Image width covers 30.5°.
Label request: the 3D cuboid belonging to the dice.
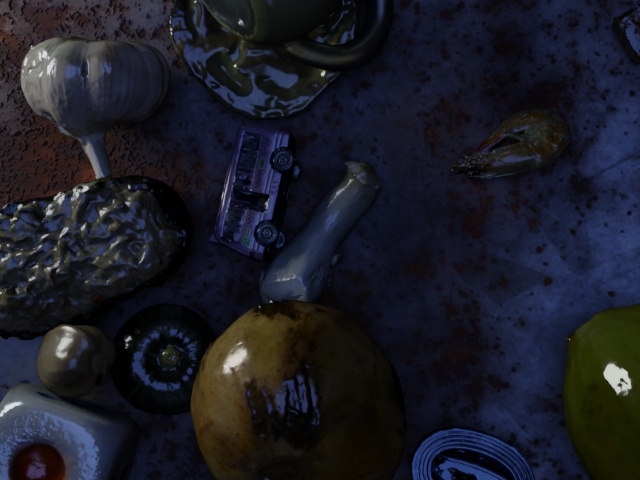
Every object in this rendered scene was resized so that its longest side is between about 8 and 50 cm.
[{"bbox_3d":[-0.386,0.326,1.715,0.193,0.192,0.194,18,86,5],"label":"dice"}]

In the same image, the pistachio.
[{"bbox_3d":[-0.359,0.173,1.695,0.149,0.113,0.113,-18,84,45],"label":"pistachio"}]

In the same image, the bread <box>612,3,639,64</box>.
[{"bbox_3d":[0.475,-0.327,1.782,0.062,0.043,0.109,17,88,3],"label":"bread"}]

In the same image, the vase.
[{"bbox_3d":[-0.011,-0.401,1.704,0.302,0.241,0.329,-39,110,-20],"label":"vase"}]

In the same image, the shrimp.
[{"bbox_3d":[0.289,-0.140,1.785,0.190,0.042,0.101,-21,65,2],"label":"shrimp"}]

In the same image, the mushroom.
[{"bbox_3d":[-0.001,0.001,1.764,0.099,0.096,0.278,33,85,3],"label":"mushroom"}]

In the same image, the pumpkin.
[{"bbox_3d":[-0.233,0.177,1.749,0.167,0.125,0.167,-2,78,10],"label":"pumpkin"}]

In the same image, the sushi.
[{"bbox_3d":[-0.359,0.019,1.743,0.350,0.171,0.211,-19,87,3],"label":"sushi"}]

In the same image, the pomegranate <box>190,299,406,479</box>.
[{"bbox_3d":[-0.032,0.243,1.657,0.322,0.322,0.322,0,86,3],"label":"pomegranate"}]

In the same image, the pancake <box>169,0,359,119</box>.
[{"bbox_3d":[-0.090,-0.327,1.811,0.294,0.049,0.295,0,87,0],"label":"pancake"}]

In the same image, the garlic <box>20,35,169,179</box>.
[{"bbox_3d":[-0.337,-0.197,1.745,0.218,0.218,0.212,2,95,3],"label":"garlic"}]

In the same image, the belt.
[{"bbox_3d":[0.226,0.352,1.734,0.190,0.082,0.141,20,85,5],"label":"belt"}]

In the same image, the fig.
[{"bbox_3d":[0.497,0.232,1.617,0.343,0.343,0.343,0,86,3],"label":"fig"}]

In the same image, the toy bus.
[{"bbox_3d":[-0.096,-0.070,1.772,0.108,0.096,0.199,12,85,8],"label":"toy bus"}]
